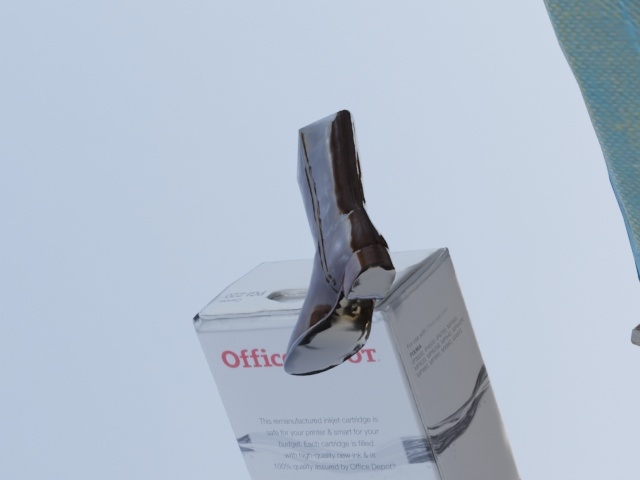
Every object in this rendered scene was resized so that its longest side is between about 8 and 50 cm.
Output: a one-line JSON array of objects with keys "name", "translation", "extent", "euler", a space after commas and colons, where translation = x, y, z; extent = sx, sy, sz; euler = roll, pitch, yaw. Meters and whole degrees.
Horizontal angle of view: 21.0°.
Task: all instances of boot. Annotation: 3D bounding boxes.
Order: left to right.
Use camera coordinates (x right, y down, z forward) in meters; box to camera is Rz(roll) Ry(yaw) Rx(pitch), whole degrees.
[{"name": "boot", "translation": [0.000, 0.000, 0.910], "extent": [0.037, 0.106, 0.114], "euler": [9, -134, -31]}]

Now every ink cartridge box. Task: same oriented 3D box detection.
[{"name": "ink cartridge box", "translation": [0.030, 0.121, 1.119], "extent": [0.092, 0.159, 0.218], "euler": [-42, -61, -47]}]

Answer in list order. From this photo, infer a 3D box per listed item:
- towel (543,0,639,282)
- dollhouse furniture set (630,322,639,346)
[{"name": "towel", "translation": [0.229, 0.030, 0.284], "extent": [0.040, 0.370, 0.271], "euler": [-58, -38, -33]}, {"name": "dollhouse furniture set", "translation": [0.286, -0.033, 0.981], "extent": [0.212, 0.161, 0.242], "euler": [20, -154, 28]}]
